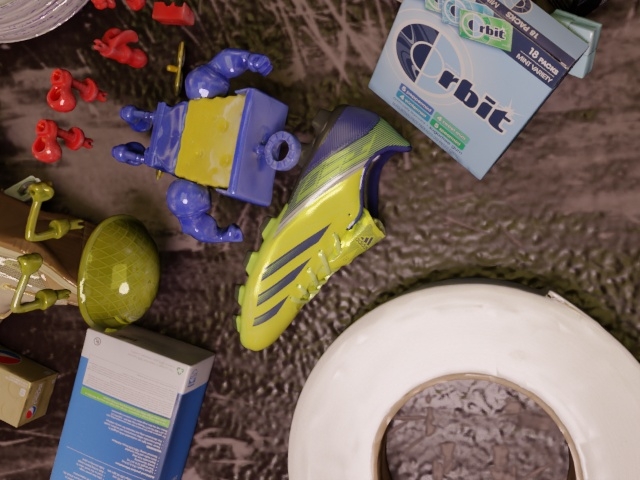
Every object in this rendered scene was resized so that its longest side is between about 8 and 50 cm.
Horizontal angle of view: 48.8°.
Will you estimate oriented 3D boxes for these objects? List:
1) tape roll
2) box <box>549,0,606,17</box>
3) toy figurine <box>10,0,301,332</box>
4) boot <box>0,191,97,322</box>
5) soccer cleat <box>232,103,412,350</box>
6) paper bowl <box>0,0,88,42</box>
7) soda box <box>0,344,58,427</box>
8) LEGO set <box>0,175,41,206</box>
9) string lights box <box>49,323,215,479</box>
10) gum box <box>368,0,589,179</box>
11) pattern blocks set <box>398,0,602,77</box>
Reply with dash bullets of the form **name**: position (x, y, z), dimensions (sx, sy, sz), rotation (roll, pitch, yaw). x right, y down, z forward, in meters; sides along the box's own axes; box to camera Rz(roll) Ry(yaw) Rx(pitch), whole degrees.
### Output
- **tape roll**: position (0.159, 0.230, 0.727), dimensions (0.392, 0.072, 0.392), rotation (0, 92, 14)
- **box**: position (0.218, -0.307, 0.650), dimensions (0.077, 0.147, 0.180), rotation (-34, 84, 13)
- **toy figurine**: position (-0.130, -0.074, 0.688), dimensions (0.217, 0.191, 0.363), rotation (9, 85, 23)
- **boot**: position (-0.347, 0.059, 0.827), dimensions (0.262, 0.095, 0.203), rotation (24, 129, -22)
- **soccer cleat**: position (0.000, 0.000, 0.747), dimensions (0.121, 0.093, 0.289), rotation (26, 99, 5)
- **paper bowl**: position (-0.381, -0.378, 0.776), dimensions (0.284, 0.148, 0.284), rotation (-1, 87, 9)
- **soda box**: position (-0.423, 0.160, 0.874), dimensions (0.181, 0.058, 0.061), rotation (22, 98, 11)
- **LEGO set**: position (-0.455, -0.134, 0.861), dimensions (0.132, 0.107, 0.287), rotation (-25, 80, -28)
- **string lights box**: position (-0.227, 0.238, 0.819), dimensions (0.133, 0.077, 0.260), rotation (18, 97, 13)
- **gum box**: position (0.136, -0.162, 0.665), dimensions (0.157, 0.184, 0.041), rotation (42, 65, 9)
- **pattern blocks set**: position (0.110, -0.274, 0.642), dimensions (0.325, 0.026, 0.285), rotation (26, 142, 40)
